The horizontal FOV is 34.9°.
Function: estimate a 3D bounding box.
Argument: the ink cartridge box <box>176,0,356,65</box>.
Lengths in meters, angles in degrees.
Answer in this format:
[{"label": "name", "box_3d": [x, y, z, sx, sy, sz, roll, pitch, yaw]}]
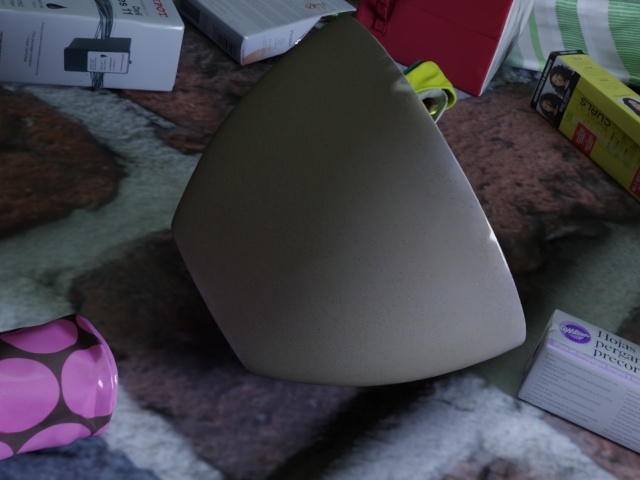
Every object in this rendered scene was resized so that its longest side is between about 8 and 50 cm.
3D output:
[{"label": "ink cartridge box", "box_3d": [-0.069, -0.292, 1.287, 0.179, 0.045, 0.145, -21, 50, -35]}]

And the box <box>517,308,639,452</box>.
[{"label": "box", "box_3d": [0.328, 0.159, 0.841, 0.324, 0.067, 0.063, 23, 33, 9]}]

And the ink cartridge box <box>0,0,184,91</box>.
[{"label": "ink cartridge box", "box_3d": [-0.267, -0.239, 1.103, 0.209, 0.086, 0.153, 0, 39, -26]}]

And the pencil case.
[{"label": "pencil case", "box_3d": [-0.242, 0.096, 0.653, 0.209, 0.095, 0.098, -3, 24, -31]}]

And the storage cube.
[{"label": "storage cube", "box_3d": [0.178, -0.339, 1.333, 0.193, 0.183, 0.215, 27, 47, 12]}]

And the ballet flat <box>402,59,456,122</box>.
[{"label": "ballet flat", "box_3d": [0.091, -0.150, 1.162, 0.077, 0.077, 0.231, 45, 38, 9]}]

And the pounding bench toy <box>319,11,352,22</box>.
[{"label": "pounding bench toy", "box_3d": [-0.005, -0.315, 1.358, 0.065, 0.052, 0.083, -15, 47, -38]}]

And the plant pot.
[{"label": "plant pot", "box_3d": [0.000, 0.000, 0.778, 0.191, 0.284, 0.284, -29, 46, -2]}]

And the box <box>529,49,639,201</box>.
[{"label": "box", "box_3d": [0.360, -0.142, 1.257, 0.058, 0.087, 0.232, -9, 44, -31]}]

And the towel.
[{"label": "towel", "box_3d": [0.397, -0.305, 1.505, 0.325, 0.038, 0.247, 9, 39, -3]}]
